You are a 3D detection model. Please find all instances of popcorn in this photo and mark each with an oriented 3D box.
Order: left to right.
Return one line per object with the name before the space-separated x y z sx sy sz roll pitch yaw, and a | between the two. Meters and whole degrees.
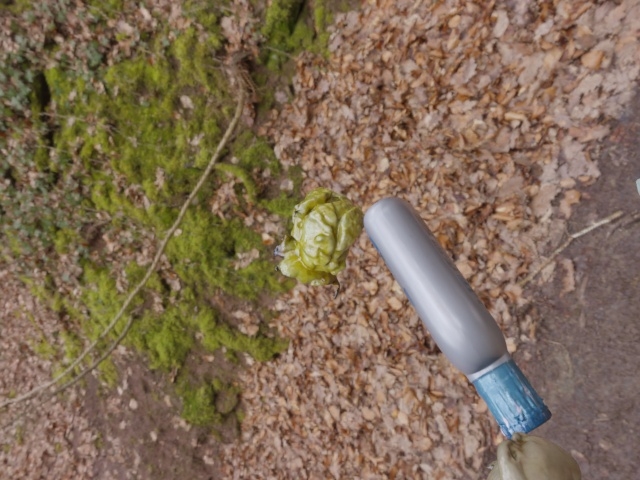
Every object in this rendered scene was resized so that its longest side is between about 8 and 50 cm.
popcorn | 0.003 0.002 0.908 0.195 0.174 0.168 -61 23 9

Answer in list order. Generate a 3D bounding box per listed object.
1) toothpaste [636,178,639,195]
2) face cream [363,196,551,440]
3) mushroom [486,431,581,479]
toothpaste | 0.353 -0.020 0.402 0.035 0.057 0.197 -33 17 -4
face cream | 0.177 0.095 0.645 0.080 0.163 0.336 -35 67 11
mushroom | 0.143 0.374 0.422 0.177 0.126 0.397 62 -134 -59
